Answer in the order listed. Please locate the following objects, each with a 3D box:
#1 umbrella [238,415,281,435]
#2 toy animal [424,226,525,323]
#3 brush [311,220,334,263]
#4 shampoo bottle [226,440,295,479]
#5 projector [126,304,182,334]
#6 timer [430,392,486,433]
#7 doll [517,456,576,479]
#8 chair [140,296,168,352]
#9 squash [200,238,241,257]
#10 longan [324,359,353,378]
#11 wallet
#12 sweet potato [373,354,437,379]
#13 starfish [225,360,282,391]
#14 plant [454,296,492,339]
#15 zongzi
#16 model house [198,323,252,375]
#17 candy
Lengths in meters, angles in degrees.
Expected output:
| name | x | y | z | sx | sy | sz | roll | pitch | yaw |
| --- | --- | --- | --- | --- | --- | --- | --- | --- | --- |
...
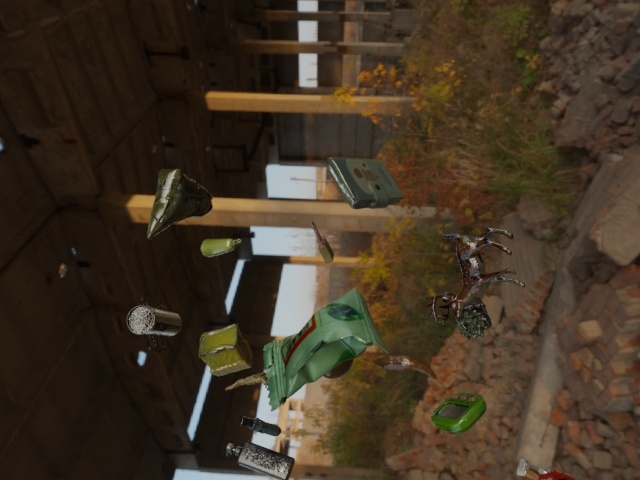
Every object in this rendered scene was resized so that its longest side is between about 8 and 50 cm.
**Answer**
| name | x | y | z | sx | sy | sz | roll | pitch | yaw |
| --- | --- | --- | --- | --- | --- | --- | --- | --- | --- |
| umbrella | -0.256 | 0.788 | 1.879 | 0.250 | 0.052 | 0.053 | 41 | -165 | -41 |
| toy animal | 0.401 | 0.096 | 1.186 | 0.087 | 0.260 | 0.243 | 9 | -108 | -48 |
| brush | 0.000 | 0.000 | 2.315 | 0.233 | 0.047 | 0.103 | 61 | -167 | -20 |
| shampoo bottle | -0.272 | 0.955 | 1.931 | 0.071 | 0.310 | 0.098 | 81 | -153 | -50 |
| projector | -0.651 | 0.324 | 1.753 | 0.337 | 0.108 | 0.108 | 92 | -179 | -77 |
| timer | 0.370 | 0.462 | 1.183 | 0.047 | 0.128 | 0.140 | 58 | 156 | 0 |
| doll | 0.658 | 0.725 | 1.253 | 0.183 | 0.217 | 0.085 | -46 | -56 | -33 |
| chair | -0.716 | 0.364 | 1.910 | 0.113 | 0.229 | 0.106 | -54 | -34 | 9 |
| squash | -0.466 | 0.022 | 2.122 | 0.094 | 0.225 | 0.094 | 26 | -122 | -54 |
| longan | 0.058 | 0.457 | 1.776 | 0.204 | 0.159 | 0.185 | -64 | -21 | 6 |
| wallet | 0.196 | -0.242 | 1.853 | 0.083 | 0.361 | 0.252 | -42 | 67 | 39 |
| sweet potato | 0.323 | 0.482 | 1.713 | 0.058 | 0.256 | 0.078 | -40 | -50 | -57 |
| starfish | -0.216 | 0.579 | 1.899 | 0.294 | 0.302 | 0.084 | -15 | -105 | -47 |
| plant | 0.621 | 0.310 | 1.801 | 0.129 | 0.132 | 0.194 | 62 | -159 | -15 |
| zongzi | -0.521 | -0.099 | 1.649 | 0.251 | 0.125 | 0.274 | 35 | -119 | -58 |
| model house | -0.443 | 0.547 | 2.095 | 0.174 | 0.194 | 0.234 | -104 | -5 | -63 |
| candy | -0.013 | 0.321 | 1.317 | 0.172 | 0.398 | 0.262 | 46 | -163 | -22 |
